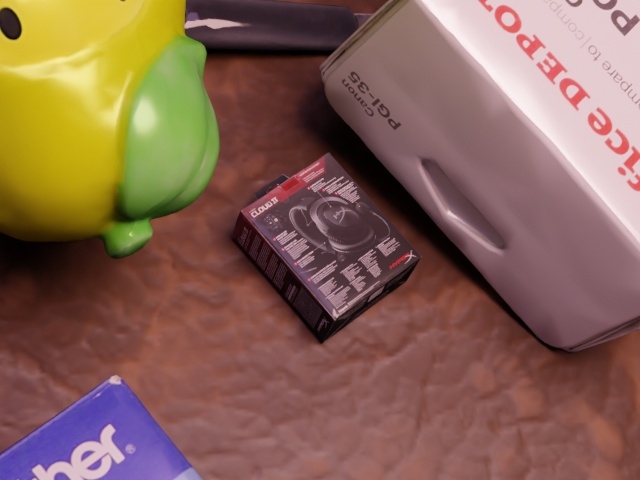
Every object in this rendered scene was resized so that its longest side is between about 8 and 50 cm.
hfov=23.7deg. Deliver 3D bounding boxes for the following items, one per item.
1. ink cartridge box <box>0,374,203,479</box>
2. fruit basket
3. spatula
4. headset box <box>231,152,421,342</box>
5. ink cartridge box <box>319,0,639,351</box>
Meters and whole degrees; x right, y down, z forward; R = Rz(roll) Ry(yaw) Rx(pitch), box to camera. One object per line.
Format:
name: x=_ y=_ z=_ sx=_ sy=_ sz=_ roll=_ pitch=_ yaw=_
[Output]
ink cartridge box: x=-0.104 y=0.243 z=0.571 sx=0.270 sy=0.151 sz=0.395 roll=-36 pitch=75 yaw=-26
fruit basket: x=-0.188 y=-0.174 z=0.693 sx=0.392 sy=0.283 sz=0.392 roll=0 pitch=44 yaw=0
spatula: x=0.043 y=-0.122 z=0.856 sx=0.296 sy=0.030 sz=0.084 roll=-3 pitch=73 yaw=-15
headset box: x=0.000 y=0.000 z=0.783 sx=0.062 sy=0.032 sz=0.083 roll=-36 pitch=75 yaw=-27
ink cartridge box: x=0.172 y=-0.110 z=0.813 sx=0.207 sy=0.117 sz=0.283 roll=48 pitch=62 yaw=-4
